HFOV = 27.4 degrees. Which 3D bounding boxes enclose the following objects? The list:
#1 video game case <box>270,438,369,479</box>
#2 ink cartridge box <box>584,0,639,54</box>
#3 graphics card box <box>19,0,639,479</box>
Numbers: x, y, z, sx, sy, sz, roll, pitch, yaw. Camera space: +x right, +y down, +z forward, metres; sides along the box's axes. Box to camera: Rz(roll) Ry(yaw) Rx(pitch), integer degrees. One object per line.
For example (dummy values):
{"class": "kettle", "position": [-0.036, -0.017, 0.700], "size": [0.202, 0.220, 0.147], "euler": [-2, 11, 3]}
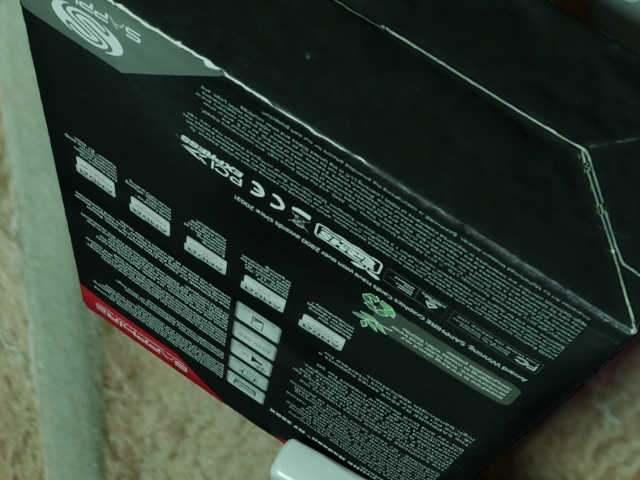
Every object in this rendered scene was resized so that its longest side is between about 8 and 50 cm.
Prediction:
{"class": "video game case", "position": [0.067, 0.199, 0.741], "size": [0.206, 0.026, 0.227], "euler": [28, 159, 11]}
{"class": "ink cartridge box", "position": [0.240, -0.094, 0.438], "size": [0.272, 0.130, 0.309], "euler": [-5, 118, 34]}
{"class": "graphics card box", "position": [0.000, 0.000, 0.568], "size": [0.233, 0.094, 0.371], "euler": [33, 160, 8]}
